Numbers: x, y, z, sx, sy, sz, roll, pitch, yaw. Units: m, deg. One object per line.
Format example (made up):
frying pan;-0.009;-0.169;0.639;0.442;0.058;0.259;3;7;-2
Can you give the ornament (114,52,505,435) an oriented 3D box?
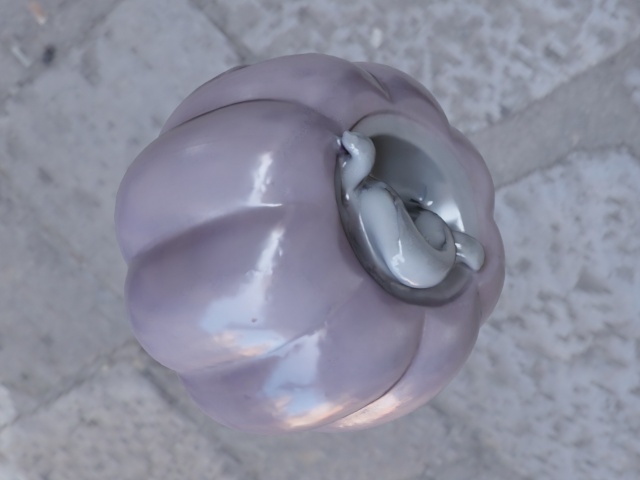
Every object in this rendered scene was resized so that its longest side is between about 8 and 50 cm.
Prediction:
ornament;0.000;0.000;0.705;0.177;0.177;0.178;19;135;20
